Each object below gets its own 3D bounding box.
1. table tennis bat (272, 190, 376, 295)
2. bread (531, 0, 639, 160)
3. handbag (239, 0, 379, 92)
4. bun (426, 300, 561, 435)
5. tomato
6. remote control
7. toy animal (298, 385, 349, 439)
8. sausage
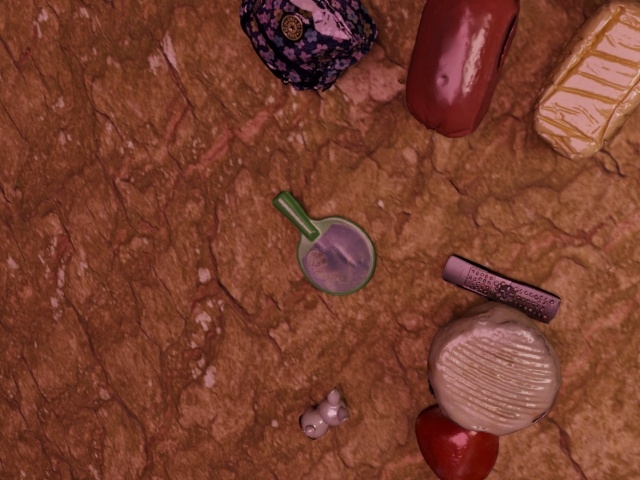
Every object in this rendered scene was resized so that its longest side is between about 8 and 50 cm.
[{"bbox_3d":[0.000,0.000,1.082,0.257,0.039,0.160,47,111,3],"label":"table tennis bat"},{"bbox_3d":[0.426,-0.244,0.826,0.140,0.106,0.236,33,112,10],"label":"bread"},{"bbox_3d":[-0.034,-0.376,0.934,0.229,0.127,0.207,49,137,-9],"label":"handbag"},{"bbox_3d":[0.303,0.229,0.962,0.239,0.141,0.239,3,103,14],"label":"bun"},{"bbox_3d":[0.270,0.409,1.046,0.166,0.082,0.174,-20,92,23],"label":"tomato"},{"bbox_3d":[0.329,0.088,0.982,0.212,0.028,0.059,24,106,14],"label":"remote control"},{"bbox_3d":[0.014,0.369,1.141,0.124,0.085,0.071,-38,70,18],"label":"toy animal"},{"bbox_3d":[0.228,-0.310,0.864,0.152,0.152,0.280,19,107,16],"label":"sausage"}]
